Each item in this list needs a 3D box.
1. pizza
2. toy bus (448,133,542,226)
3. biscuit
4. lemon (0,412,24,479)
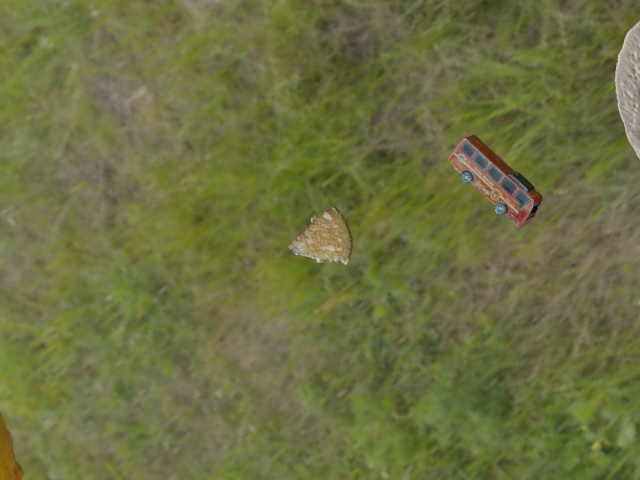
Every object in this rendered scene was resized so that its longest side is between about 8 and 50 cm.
[{"bbox_3d":[0.001,0.000,1.576,0.025,0.078,0.083,71,-173,-59],"label":"pizza"},{"bbox_3d":[0.186,-0.064,1.363,0.110,0.031,0.043,44,121,17],"label":"toy bus"},{"bbox_3d":[0.531,-0.197,1.826,0.257,0.049,0.273,28,142,38],"label":"biscuit"},{"bbox_3d":[-0.326,0.189,1.079,0.187,0.142,0.142,52,146,1],"label":"lemon"}]
